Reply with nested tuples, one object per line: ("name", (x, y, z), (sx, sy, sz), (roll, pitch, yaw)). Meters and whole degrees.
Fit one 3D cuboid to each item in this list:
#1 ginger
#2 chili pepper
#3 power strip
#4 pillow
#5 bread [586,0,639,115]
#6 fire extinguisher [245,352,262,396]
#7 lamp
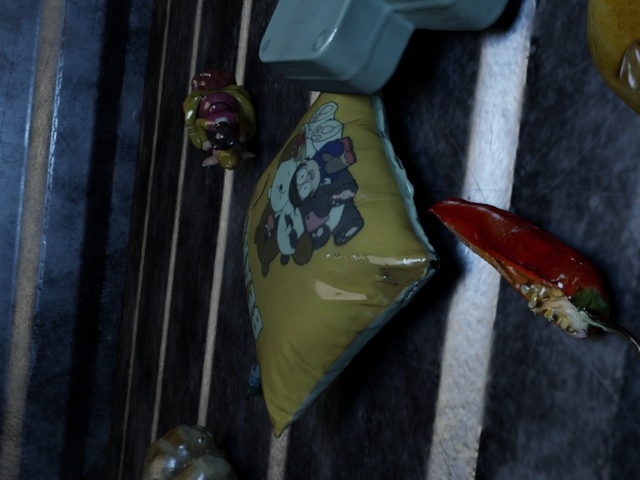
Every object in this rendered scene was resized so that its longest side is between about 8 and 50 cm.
("ginger", (-0.202, 0.410, 1.157), (0.304, 0.155, 0.245), (-123, 36, -67))
("chili pepper", (0.150, 0.014, 0.536), (0.050, 0.059, 0.268), (-41, 28, 2))
("power strip", (0.045, -0.258, 0.663), (0.261, 0.141, 0.230), (24, 90, 60))
("pillow", (0.000, 0.000, 0.785), (0.312, 0.119, 0.310), (-54, 38, 42))
("bread", (0.210, -0.107, 0.382), (0.114, 0.077, 0.189), (-48, 37, 24))
("fire extinguisher", (-0.088, 0.184, 1.072), (0.038, 0.025, 0.083), (-80, 5, -67))
("lamp", (-0.158, -0.186, 1.208), (0.253, 0.118, 0.118), (-112, 36, -48))
